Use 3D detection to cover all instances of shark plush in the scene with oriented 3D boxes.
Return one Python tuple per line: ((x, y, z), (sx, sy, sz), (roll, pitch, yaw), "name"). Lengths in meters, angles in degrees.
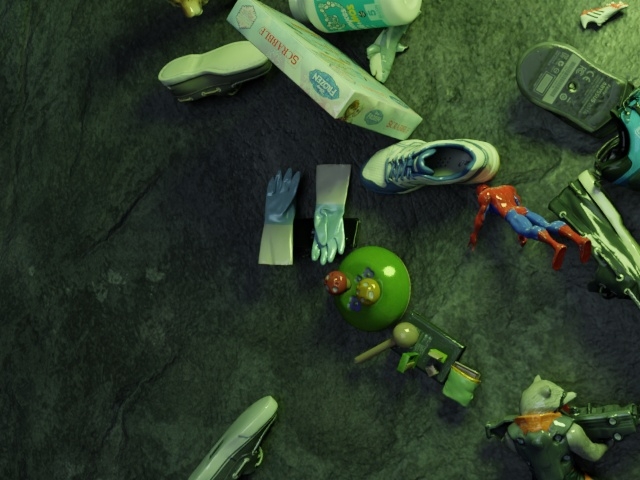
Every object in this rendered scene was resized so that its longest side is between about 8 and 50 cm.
((0.157, -0.417, 1.486), (0.067, 0.073, 0.161), (38, 86, 4), "shark plush")

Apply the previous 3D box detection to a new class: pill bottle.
((0.066, -0.511, 1.453), (0.264, 0.146, 0.146), (5, 91, 33), "pill bottle")

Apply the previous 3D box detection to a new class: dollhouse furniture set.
((0.233, 0.265, 1.381), (0.151, 0.058, 0.076), (26, 102, 27), "dollhouse furniture set")

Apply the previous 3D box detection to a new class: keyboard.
((0.000, 0.000, 1.565), (0.192, 0.038, 0.100), (1, 66, 30), "keyboard")

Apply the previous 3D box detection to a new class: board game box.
((0.017, -0.335, 1.393), (0.318, 0.318, 0.066), (46, 111, 23), "board game box")

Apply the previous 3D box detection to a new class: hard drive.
((0.219, 0.219, 1.437), (0.135, 0.022, 0.094), (34, 105, 25), "hard drive")

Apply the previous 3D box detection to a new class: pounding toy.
((0.088, 0.124, 1.447), (0.183, 0.110, 0.237), (-25, 71, 31), "pounding toy")

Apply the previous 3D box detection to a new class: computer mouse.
((0.479, -0.257, 1.283), (0.272, 0.072, 0.188), (39, 105, 11), "computer mouse")

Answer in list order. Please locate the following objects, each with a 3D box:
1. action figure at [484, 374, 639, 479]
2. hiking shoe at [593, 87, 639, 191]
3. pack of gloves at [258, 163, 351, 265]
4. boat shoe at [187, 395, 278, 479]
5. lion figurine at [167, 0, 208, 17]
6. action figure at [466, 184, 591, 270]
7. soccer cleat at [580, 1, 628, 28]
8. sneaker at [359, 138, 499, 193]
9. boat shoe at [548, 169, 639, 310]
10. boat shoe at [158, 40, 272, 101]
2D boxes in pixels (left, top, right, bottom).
((0.459, 0.391, 1.220), (0.341, 0.178, 0.330), (-24, 87, 29), "action figure")
((0.556, -0.226, 1.159), (0.132, 0.113, 0.304), (13, 94, 8), "hiking shoe")
((-0.029, -0.053, 1.560), (0.195, 0.046, 0.232), (1, 76, 18), "pack of gloves")
((-0.182, 0.491, 1.616), (0.102, 0.108, 0.301), (39, 96, -10), "boat shoe")
((-0.170, -0.642, 1.546), (0.392, 0.240, 0.142), (-38, 72, 22), "lion figurine")
((0.367, -0.008, 1.301), (0.280, 0.091, 0.139), (-126, 32, -51), "action figure")
((0.519, -0.412, 1.283), (0.083, 0.029, 0.035), (-6, 95, 32), "soccer cleat")
((0.197, -0.157, 1.397), (0.296, 0.131, 0.112), (-7, 88, 30), "sneaker")
((0.509, 0.045, 1.223), (0.113, 0.127, 0.340), (-34, 72, 25), "boat shoe")
((-0.240, -0.395, 1.665), (0.305, 0.091, 0.109), (-4, 50, 27), "boat shoe")
